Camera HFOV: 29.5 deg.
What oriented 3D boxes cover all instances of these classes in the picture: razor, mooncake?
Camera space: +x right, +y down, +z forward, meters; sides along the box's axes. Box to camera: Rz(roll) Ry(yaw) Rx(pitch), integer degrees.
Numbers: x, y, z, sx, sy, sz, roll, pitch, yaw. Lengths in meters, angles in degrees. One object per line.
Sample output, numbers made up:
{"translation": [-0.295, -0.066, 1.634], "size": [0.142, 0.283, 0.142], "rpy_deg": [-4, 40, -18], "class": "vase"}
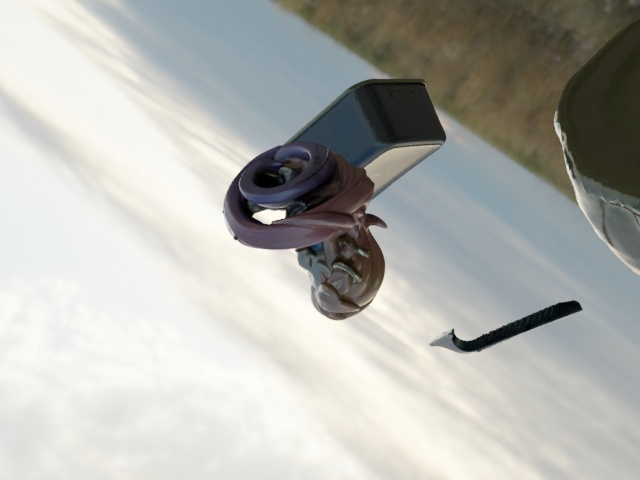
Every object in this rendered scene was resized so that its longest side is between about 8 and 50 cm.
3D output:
{"translation": [0.224, 0.104, 1.425], "size": [0.066, 0.190, 0.033], "rpy_deg": [137, 118, -67], "class": "razor"}
{"translation": [0.449, -0.112, 1.302], "size": [0.201, 0.378, 0.378], "rpy_deg": [53, 177, -33], "class": "mooncake"}

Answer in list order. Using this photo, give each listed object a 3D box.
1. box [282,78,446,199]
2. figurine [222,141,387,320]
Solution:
{"translation": [0.050, -0.114, 1.531], "size": [0.144, 0.201, 0.090], "rpy_deg": [-8, -112, -47], "class": "box"}
{"translation": [0.005, -0.008, 0.984], "size": [0.157, 0.114, 0.126], "rpy_deg": [44, -165, -20], "class": "figurine"}
